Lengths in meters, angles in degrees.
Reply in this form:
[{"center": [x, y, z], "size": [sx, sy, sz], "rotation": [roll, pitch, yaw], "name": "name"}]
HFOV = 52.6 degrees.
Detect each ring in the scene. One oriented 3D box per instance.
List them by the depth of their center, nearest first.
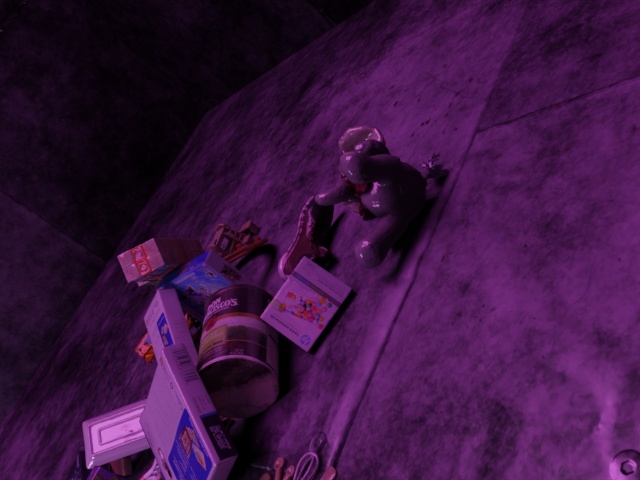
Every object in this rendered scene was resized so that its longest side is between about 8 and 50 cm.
[{"center": [-0.323, 0.067, 2.087], "size": [0.337, 0.032, 0.336], "rotation": [-28, 0, 0], "name": "ring"}]

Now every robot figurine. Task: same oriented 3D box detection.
[{"center": [-0.447, 0.269, 2.078], "size": [0.085, 0.211, 0.291], "rotation": [39, 89, 31], "name": "robot figurine"}]

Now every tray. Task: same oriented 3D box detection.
[{"center": [-0.549, 0.534, 1.836], "size": [0.271, 0.030, 0.145], "rotation": [-20, 59, 1], "name": "tray"}]

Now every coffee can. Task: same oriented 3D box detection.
[{"center": [-0.202, 0.270, 1.615], "size": [0.201, 0.201, 0.275], "rotation": [-41, 27, 21], "name": "coffee can"}]

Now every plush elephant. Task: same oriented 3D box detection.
[{"center": [0.112, -0.130, 1.577], "size": [0.330, 0.271, 0.255], "rotation": [-33, 27, -35], "name": "plush elephant"}]

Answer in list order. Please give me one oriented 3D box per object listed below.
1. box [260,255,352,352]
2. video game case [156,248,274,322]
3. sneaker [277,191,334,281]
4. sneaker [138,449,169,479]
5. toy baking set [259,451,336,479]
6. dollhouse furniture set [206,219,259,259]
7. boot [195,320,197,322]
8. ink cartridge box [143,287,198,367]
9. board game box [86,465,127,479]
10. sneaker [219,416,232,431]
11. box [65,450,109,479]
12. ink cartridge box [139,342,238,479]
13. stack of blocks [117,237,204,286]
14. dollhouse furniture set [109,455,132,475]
[{"center": [-0.034, 0.153, 1.569], "size": [0.186, 0.145, 0.038], "rotation": [-54, -11, -6], "name": "box"}, {"center": [-0.312, 0.157, 1.901], "size": [0.270, 0.244, 0.061], "rotation": [-26, 34, 43], "name": "video game case"}, {"center": [0.000, 0.000, 1.785], "size": [0.163, 0.106, 0.281], "rotation": [9, 74, 56], "name": "sneaker"}, {"center": [-0.415, 0.612, 1.697], "size": [0.075, 0.057, 0.161], "rotation": [27, 77, 48], "name": "sneaker"}, {"center": [-0.078, 0.514, 1.276], "size": [0.256, 0.030, 0.196], "rotation": [-24, 36, 45], "name": "toy baking set"}, {"center": [-0.323, 0.018, 2.281], "size": [0.161, 0.101, 0.181], "rotation": [-29, 33, 40], "name": "dollhouse furniture set"}, {"center": [-0.465, 0.245, 2.233], "size": [0.158, 0.085, 0.059], "rotation": [-16, 44, 54], "name": "boot"}, {"center": [-0.411, 0.336, 1.846], "size": [0.175, 0.069, 0.370], "rotation": [-52, 52, 46], "name": "ink cartridge box"}, {"center": [-0.529, 0.738, 1.520], "size": [0.056, 0.208, 0.346], "rotation": [-15, 42, 52], "name": "board game box"}, {"center": [-0.258, 0.485, 1.612], "size": [0.057, 0.047, 0.119], "rotation": [-4, 52, 43], "name": "sneaker"}, {"center": [-0.690, 0.732, 1.893], "size": [0.158, 0.093, 0.156], "rotation": [-63, 27, 6], "name": "box"}, {"center": [-0.311, 0.448, 1.488], "size": [0.303, 0.072, 0.307], "rotation": [54, 139, 30], "name": "ink cartridge box"}, {"center": [-0.489, 0.068, 1.975], "size": [0.171, 0.087, 0.297], "rotation": [-27, -7, 12], "name": "stack of blocks"}, {"center": [-0.552, 0.613, 1.944], "size": [0.144, 0.123, 0.151], "rotation": [-18, 75, 50], "name": "dollhouse furniture set"}]
